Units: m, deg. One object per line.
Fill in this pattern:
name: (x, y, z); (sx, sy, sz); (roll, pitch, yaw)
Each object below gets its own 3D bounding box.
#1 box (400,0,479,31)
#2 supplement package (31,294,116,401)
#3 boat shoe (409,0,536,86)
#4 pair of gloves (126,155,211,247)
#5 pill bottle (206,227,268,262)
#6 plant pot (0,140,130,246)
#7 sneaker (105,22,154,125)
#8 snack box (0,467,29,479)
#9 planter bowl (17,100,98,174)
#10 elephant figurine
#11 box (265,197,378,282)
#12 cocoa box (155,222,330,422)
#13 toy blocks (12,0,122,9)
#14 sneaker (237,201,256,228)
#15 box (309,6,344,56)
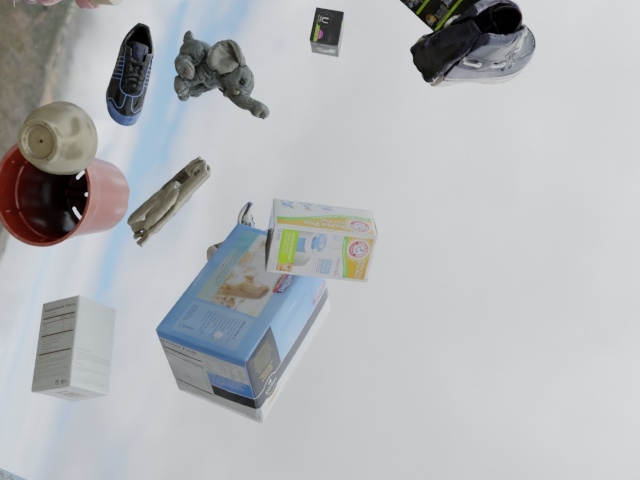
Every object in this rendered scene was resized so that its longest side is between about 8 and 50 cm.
box: (0.248, -0.488, 1.463); (0.045, 0.184, 0.191); (-50, -179, -42)
supplement package: (-0.478, 0.212, 1.510); (0.105, 0.105, 0.179); (-14, -118, 27)
boat shoe: (0.325, -0.360, 1.383); (0.158, 0.340, 0.127); (-26, -92, 49)
pair of gloves: (-0.294, -0.081, 1.530); (0.204, 0.042, 0.240); (-43, -161, -3)
pill bottle: (-0.217, 0.036, 2.273); (0.117, 0.215, 0.117); (44, -34, 40)
plant pot: (-0.645, -0.121, 2.000); (0.265, 0.272, 0.272); (-2, 112, -76)
sneaker: (-0.399, -0.355, 1.632); (0.090, 0.081, 0.232); (134, -40, -52)
snack box: (-0.460, 0.387, 1.157); (0.037, 0.141, 0.100); (-66, -179, -45)
planter bowl: (-0.577, -0.216, 1.660); (0.162, 0.162, 0.109); (-65, 172, 16)
elephant figurine: (-0.238, -0.418, 1.949); (0.169, 0.239, 0.186); (-81, 174, -66)
box: (0.000, 0.000, 1.512); (0.103, 0.203, 0.114); (-97, -163, -57)
cocoa box: (-0.157, 0.173, 1.714); (0.347, 0.231, 0.228); (-57, 152, -37)
toy blocks: (-0.633, -0.661, 1.699); (0.260, 0.309, 0.288); (15, -70, 37)
sneaker: (-0.198, -0.043, 2.127); (0.052, 0.058, 0.135); (-53, 162, -62)
box: (0.012, -0.363, 1.353); (0.083, 0.052, 0.062); (-1, 101, -88)
